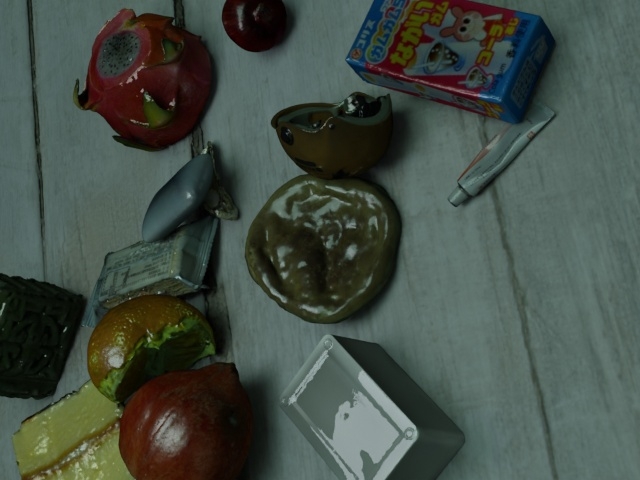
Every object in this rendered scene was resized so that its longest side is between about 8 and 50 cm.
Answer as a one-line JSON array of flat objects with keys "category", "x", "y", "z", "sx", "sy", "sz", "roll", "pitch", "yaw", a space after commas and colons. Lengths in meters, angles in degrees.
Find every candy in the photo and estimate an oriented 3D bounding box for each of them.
[{"category": "candy", "x": 0.208, "y": -0.310, "z": 1.666, "sx": 0.305, "sy": 0.100, "sz": 0.157, "roll": 22, "pitch": 84, "yaw": 33}, {"category": "candy", "x": -0.273, "y": -0.080, "z": 1.955, "sx": 0.174, "sy": 0.071, "sz": 0.138, "roll": -39, "pitch": 24, "yaw": 37}]

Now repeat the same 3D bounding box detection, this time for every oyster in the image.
[{"category": "oyster", "x": -0.217, "y": -0.110, "z": 2.016, "sx": 0.106, "sy": 0.061, "sz": 0.200, "roll": -32, "pitch": 54, "yaw": 40}]

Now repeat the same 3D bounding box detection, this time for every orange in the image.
[{"category": "orange", "x": -0.326, "y": 0.190, "z": 1.887, "sx": 0.158, "sy": 0.237, "sz": 0.179, "roll": 52, "pitch": 154, "yaw": 28}]

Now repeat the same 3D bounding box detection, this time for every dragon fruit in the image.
[{"category": "dragon fruit", "x": -0.367, "y": -0.339, "z": 2.095, "sx": 0.290, "sy": 0.189, "sz": 0.291, "roll": -11, "pitch": 71, "yaw": 36}]

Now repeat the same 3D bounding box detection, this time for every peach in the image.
[{"category": "peach", "x": -0.220, "y": 0.324, "z": 1.772, "sx": 0.232, "sy": 0.232, "sz": 0.257, "roll": 39, "pitch": 105, "yaw": 38}]

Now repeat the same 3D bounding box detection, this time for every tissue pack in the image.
[{"category": "tissue pack", "x": 0.076, "y": 0.284, "z": 1.612, "sx": 0.159, "sy": 0.136, "sz": 0.246, "roll": -54, "pitch": 52, "yaw": 13}]

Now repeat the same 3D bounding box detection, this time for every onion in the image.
[{"category": "onion", "x": -0.128, "y": -0.434, "z": 1.980, "sx": 0.131, "sy": 0.131, "sz": 0.131, "roll": -11, "pitch": 71, "yaw": 35}]

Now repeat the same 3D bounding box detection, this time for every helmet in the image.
[{"category": "helmet", "x": 0.027, "y": -0.175, "z": 1.762, "sx": 0.224, "sy": 0.198, "sz": 0.130, "roll": 5, "pitch": 112, "yaw": 46}]

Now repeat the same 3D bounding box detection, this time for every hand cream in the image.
[{"category": "hand cream", "x": 0.283, "y": -0.140, "z": 1.639, "sx": 0.052, "sy": 0.038, "sz": 0.216, "roll": 45, "pitch": 101, "yaw": 12}]

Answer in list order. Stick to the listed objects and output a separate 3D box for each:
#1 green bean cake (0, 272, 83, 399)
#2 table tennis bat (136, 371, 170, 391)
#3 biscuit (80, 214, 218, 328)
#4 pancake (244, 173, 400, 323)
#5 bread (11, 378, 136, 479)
[{"category": "green bean cake", "x": -0.640, "y": 0.204, "z": 2.122, "sx": 0.132, "sy": 0.241, "sz": 0.255, "roll": 19, "pitch": 89, "yaw": 35}, {"category": "table tennis bat", "x": -0.325, "y": 0.207, "z": 2.013, "sx": 0.124, "sy": 0.033, "sz": 0.201, "roll": 27, "pitch": 97, "yaw": 32}, {"category": "biscuit", "x": -0.340, "y": 0.059, "z": 2.019, "sx": 0.309, "sy": 0.079, "sz": 0.186, "roll": -22, "pitch": 45, "yaw": 31}, {"category": "pancake", "x": 0.000, "y": 0.000, "z": 1.770, "sx": 0.294, "sy": 0.049, "sz": 0.295, "roll": -10, "pitch": 64, "yaw": 20}, {"category": "bread", "x": -0.446, "y": 0.401, "z": 1.910, "sx": 0.236, "sy": 0.198, "sz": 0.263, "roll": -53, "pitch": 48, "yaw": 33}]
